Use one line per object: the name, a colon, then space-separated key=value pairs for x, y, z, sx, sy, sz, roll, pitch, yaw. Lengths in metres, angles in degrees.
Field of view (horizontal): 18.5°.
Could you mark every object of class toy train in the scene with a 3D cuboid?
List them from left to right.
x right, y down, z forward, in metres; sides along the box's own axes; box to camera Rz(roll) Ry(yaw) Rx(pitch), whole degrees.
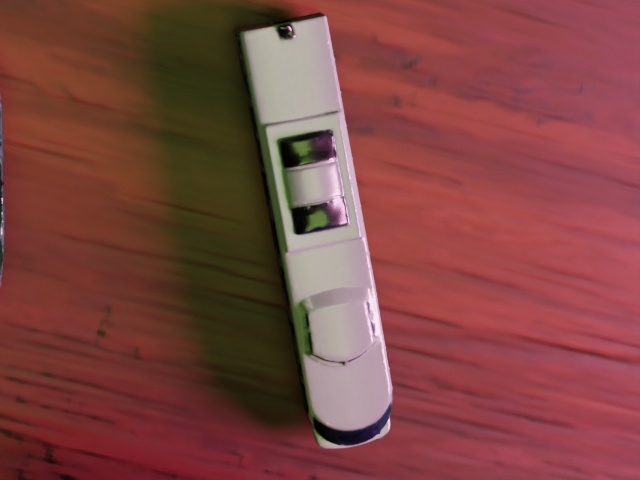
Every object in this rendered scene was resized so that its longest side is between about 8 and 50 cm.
toy train: x=0.000 y=0.000 z=0.914 sx=0.043 sy=0.047 sz=0.208 roll=-11 pitch=101 yaw=-5

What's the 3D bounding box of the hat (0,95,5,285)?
hat: x=-0.208 y=-0.022 z=0.862 sx=0.138 sy=0.078 sz=0.191 roll=4 pitch=100 yaw=-7
